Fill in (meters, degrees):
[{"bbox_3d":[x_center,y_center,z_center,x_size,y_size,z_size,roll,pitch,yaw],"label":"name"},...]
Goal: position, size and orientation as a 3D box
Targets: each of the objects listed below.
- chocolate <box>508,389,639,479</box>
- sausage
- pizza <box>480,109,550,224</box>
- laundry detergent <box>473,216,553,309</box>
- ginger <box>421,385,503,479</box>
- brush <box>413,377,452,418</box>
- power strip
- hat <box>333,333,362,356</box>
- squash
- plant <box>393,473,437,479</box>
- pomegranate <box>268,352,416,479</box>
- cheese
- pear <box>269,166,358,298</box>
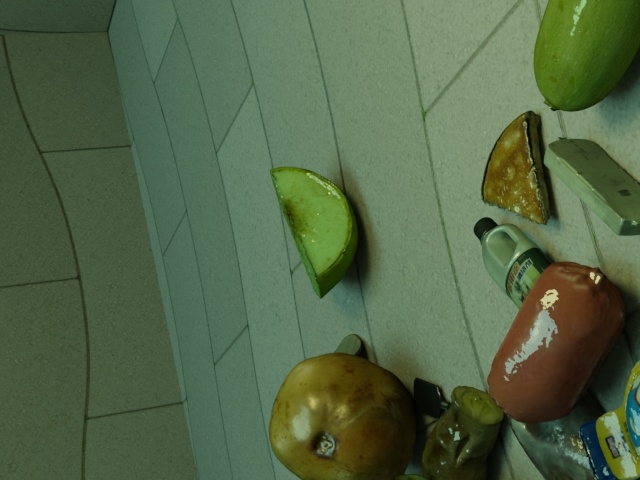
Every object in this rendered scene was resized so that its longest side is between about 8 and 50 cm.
[{"bbox_3d":[0.350,0.294,1.552,0.254,0.080,0.157,-123,34,-46],"label":"chocolate"},{"bbox_3d":[0.328,0.141,1.468,0.148,0.148,0.255,54,135,50],"label":"sausage"},{"bbox_3d":[0.310,-0.097,1.603,0.176,0.036,0.185,56,143,44],"label":"pizza"},{"bbox_3d":[0.300,0.037,1.620,0.226,0.070,0.099,-122,25,-48],"label":"laundry detergent"},{"bbox_3d":[0.234,0.364,1.813,0.116,0.109,0.263,-106,22,-56],"label":"ginger"},{"bbox_3d":[0.220,0.297,1.945,0.193,0.016,0.063,-168,72,-67],"label":"brush"},{"bbox_3d":[0.375,-0.069,1.397,0.227,0.079,0.029,-123,32,-47],"label":"power strip"},{"bbox_3d":[0.054,0.342,2.270,0.245,0.149,0.214,-49,10,21],"label":"hat"},{"bbox_3d":[0.347,-0.271,1.351,0.132,0.132,0.247,-118,30,-41],"label":"squash"},{"bbox_3d":[0.241,0.412,1.639,0.333,0.251,0.180,123,164,-46],"label":"plant"},{"bbox_3d":[0.045,0.354,2.027,0.307,0.307,0.308,174,90,-67],"label":"pomegranate"},{"bbox_3d":[0.426,0.241,1.350,0.270,0.069,0.177,-46,56,54],"label":"cheese"},{"bbox_3d":[0.002,-0.004,2.249,0.239,0.139,0.288,94,156,-61],"label":"pear"}]
